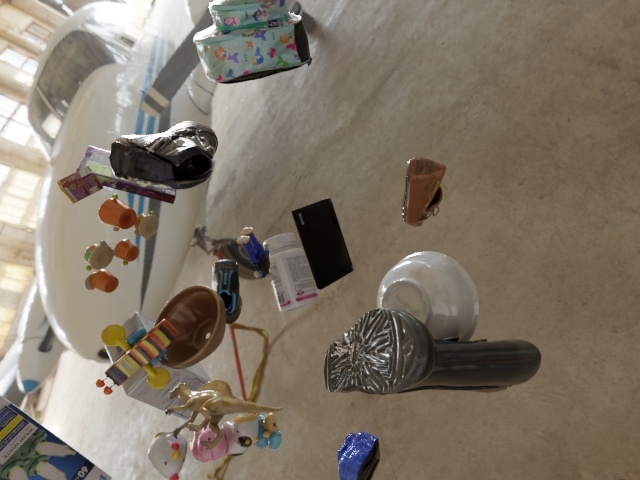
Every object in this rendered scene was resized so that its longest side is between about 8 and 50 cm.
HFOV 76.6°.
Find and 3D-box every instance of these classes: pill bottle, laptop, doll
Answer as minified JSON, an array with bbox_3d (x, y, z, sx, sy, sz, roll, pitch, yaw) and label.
[{"bbox_3d":[-0.121,0.124,1.578,0.160,0.160,0.283,-28,75,43],"label":"pill bottle"},{"bbox_3d":[0.000,0.000,1.232,0.264,0.136,0.234,-156,47,-80],"label":"laptop"},{"bbox_3d":[-0.180,0.051,1.193,0.046,0.189,0.129,-8,37,19],"label":"doll"}]

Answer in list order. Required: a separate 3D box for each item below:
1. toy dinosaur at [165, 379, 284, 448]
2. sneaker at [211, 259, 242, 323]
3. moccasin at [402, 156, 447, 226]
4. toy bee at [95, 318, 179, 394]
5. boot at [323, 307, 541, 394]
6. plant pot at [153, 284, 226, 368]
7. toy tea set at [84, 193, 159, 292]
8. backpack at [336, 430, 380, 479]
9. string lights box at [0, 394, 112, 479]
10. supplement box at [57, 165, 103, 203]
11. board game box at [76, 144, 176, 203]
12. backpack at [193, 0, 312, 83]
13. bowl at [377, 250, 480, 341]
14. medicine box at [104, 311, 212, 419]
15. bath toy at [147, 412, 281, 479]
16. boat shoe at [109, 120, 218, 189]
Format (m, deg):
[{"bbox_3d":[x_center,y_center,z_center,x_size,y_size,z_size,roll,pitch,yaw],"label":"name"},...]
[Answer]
[{"bbox_3d":[-0.152,0.241,0.582,0.093,0.183,0.053,-66,-22,-53],"label":"toy dinosaur"},{"bbox_3d":[-0.355,0.224,1.485,0.341,0.125,0.140,97,168,-47],"label":"sneaker"},{"bbox_3d":[0.356,-0.152,1.375,0.146,0.380,0.139,7,63,11],"label":"moccasin"},{"bbox_3d":[-0.472,0.315,1.025,0.162,0.195,0.298,-53,-6,-48],"label":"toy bee"},{"bbox_3d":[0.276,0.251,0.836,0.367,0.445,0.146,136,141,-62],"label":"boot"},{"bbox_3d":[-0.352,0.256,1.155,0.237,0.110,0.237,-16,52,21],"label":"plant pot"},{"bbox_3d":[-0.717,0.010,1.383,0.124,0.200,0.336,21,74,22],"label":"toy tea set"},{"bbox_3d":[0.091,0.567,1.035,0.101,0.098,0.120,3,30,33],"label":"backpack"},{"bbox_3d":[-0.516,0.395,0.698,0.076,0.260,0.133,-23,24,46],"label":"string lights box"},{"bbox_3d":[-0.608,-0.141,1.027,0.083,0.055,0.043,-33,53,-17],"label":"supplement box"},{"bbox_3d":[-0.746,-0.259,1.597,0.056,0.346,0.208,-58,30,32],"label":"board game box"},{"bbox_3d":[-0.171,-0.478,0.959,0.253,0.191,0.225,-21,38,-2],"label":"backpack"},{"bbox_3d":[0.260,0.174,1.098,0.297,0.134,0.298,-3,85,43],"label":"bowl"},{"bbox_3d":[-0.530,0.421,1.354,0.149,0.289,0.263,-45,46,-12],"label":"medicine box"},{"bbox_3d":[-0.285,0.561,1.114,0.129,0.348,0.151,41,119,47],"label":"bath toy"},{"bbox_3d":[-0.291,-0.189,0.922,0.340,0.158,0.127,-51,-26,-60],"label":"boat shoe"}]
